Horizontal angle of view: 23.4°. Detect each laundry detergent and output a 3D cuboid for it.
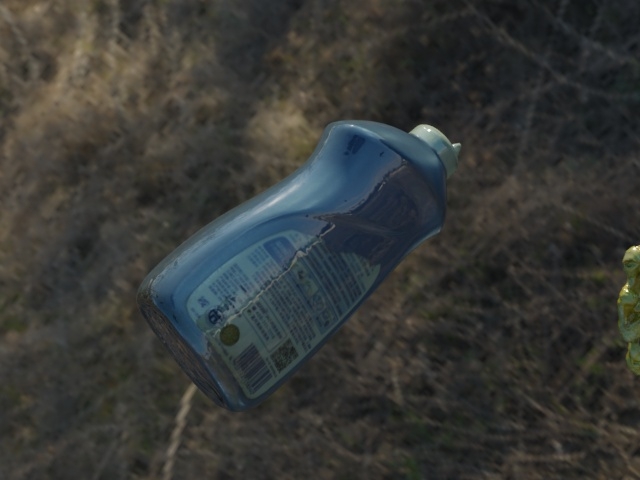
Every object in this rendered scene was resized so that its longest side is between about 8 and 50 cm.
[{"bbox_3d":[0.001,0.000,0.863,0.206,0.096,0.061,-40,14,-18],"label":"laundry detergent"}]

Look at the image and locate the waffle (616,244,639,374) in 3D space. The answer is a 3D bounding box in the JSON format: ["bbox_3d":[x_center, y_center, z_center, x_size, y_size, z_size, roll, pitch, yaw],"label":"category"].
[{"bbox_3d":[0.135,0.020,0.556,0.016,0.085,0.078,11,98,46],"label":"waffle"}]
